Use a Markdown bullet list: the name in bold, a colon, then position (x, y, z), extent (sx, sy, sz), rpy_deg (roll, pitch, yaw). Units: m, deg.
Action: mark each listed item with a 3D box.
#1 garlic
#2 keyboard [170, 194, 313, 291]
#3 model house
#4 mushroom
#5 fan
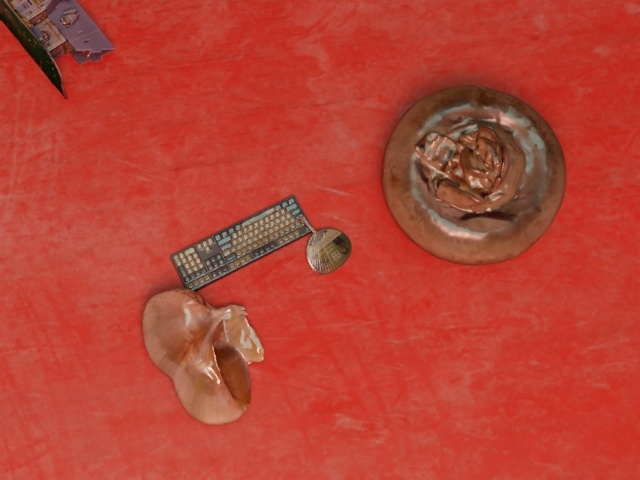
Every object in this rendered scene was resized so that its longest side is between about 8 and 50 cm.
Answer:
- **garlic**: position (-0.139, 0.135, 1.378), extent (0.124, 0.099, 0.174), rpy_deg (-26, 80, 6)
- **keyboard**: position (-0.098, 0.004, 1.451), extent (0.176, 0.014, 0.055), rpy_deg (-26, 77, -10)
- **model house**: position (-0.336, -0.276, 1.450), extent (0.088, 0.117, 0.167), rpy_deg (-37, 79, -15)
- **mushroom**: position (0.187, -0.084, 1.407), extent (0.226, 0.178, 0.226), rpy_deg (0, 68, 0)
- **fan**: position (0.009, 0.001, 1.455), extent (0.060, 0.003, 0.080), rpy_deg (-10, 90, -14)
